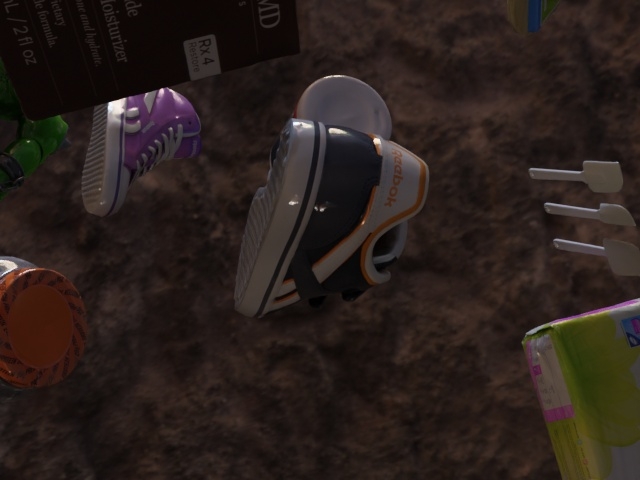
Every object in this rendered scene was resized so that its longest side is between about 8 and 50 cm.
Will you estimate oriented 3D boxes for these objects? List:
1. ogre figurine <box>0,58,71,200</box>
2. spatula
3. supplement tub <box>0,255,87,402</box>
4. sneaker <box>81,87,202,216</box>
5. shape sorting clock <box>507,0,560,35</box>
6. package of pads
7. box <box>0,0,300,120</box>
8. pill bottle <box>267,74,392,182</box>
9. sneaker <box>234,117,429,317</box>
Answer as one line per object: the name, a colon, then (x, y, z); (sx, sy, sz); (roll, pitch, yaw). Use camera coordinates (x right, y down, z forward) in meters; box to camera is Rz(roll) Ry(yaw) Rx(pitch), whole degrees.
ogre figurine: (-0.290, -0.131, 0.893); (0.197, 0.097, 0.118); (46, -143, 14)
spatula: (0.382, -0.035, 1.519); (0.019, 0.242, 0.168); (-25, -78, -16)
supplement tub: (-0.477, 0.122, 1.406); (0.194, 0.316, 0.193); (9, -101, -55)
sneaker: (-0.239, -0.131, 1.462); (0.161, 0.102, 0.282); (21, -136, -22)
shape sorting clock: (0.226, -0.300, 1.010); (0.040, 0.206, 0.206); (27, -136, 25)
package of pads: (0.441, 0.247, 1.541); (0.229, 0.101, 0.296); (-11, -101, -24)
box: (-0.136, -0.216, 0.718); (0.203, 0.168, 0.167); (-15, -125, -8)
pill bottle: (0.001, -0.099, 1.194); (0.108, 0.180, 0.108); (7, -115, -16)
sneaker: (0.000, 0.000, 0.927); (0.127, 0.321, 0.126); (10, -108, -10)
